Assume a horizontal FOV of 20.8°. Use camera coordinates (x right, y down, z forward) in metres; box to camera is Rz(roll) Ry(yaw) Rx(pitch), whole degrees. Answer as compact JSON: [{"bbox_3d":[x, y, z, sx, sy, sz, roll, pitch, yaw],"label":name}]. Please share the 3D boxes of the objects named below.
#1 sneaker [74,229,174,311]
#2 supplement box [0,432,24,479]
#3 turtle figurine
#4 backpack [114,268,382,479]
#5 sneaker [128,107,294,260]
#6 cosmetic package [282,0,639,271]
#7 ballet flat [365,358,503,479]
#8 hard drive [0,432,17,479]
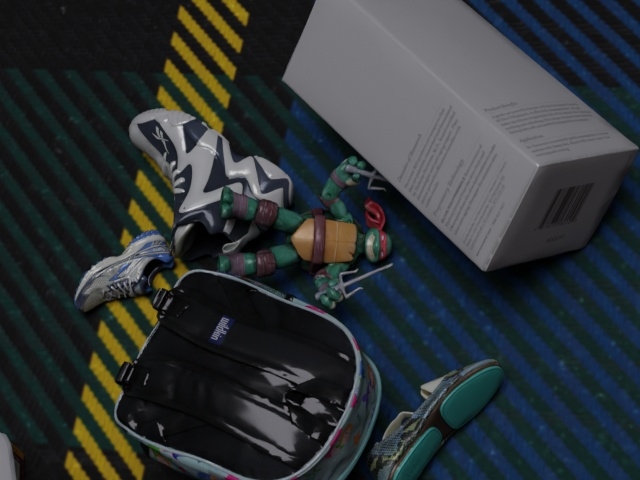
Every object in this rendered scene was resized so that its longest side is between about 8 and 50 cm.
[{"bbox_3d":[-0.232,0.045,2.075,0.135,0.052,0.058,-39,64,-8],"label":"sneaker"},{"bbox_3d":[-0.442,0.272,1.971,0.188,0.104,0.081,-9,61,10],"label":"supplement box"},{"bbox_3d":[0.000,0.000,2.004,0.234,0.118,0.175,1,73,-6],"label":"turtle figurine"},{"bbox_3d":[-0.065,0.172,1.882,0.253,0.191,0.225,16,69,29],"label":"backpack"},{"bbox_3d":[-0.164,-0.055,2.086,0.235,0.094,0.153,31,64,16],"label":"sneaker"},{"bbox_3d":[0.154,-0.146,1.979,0.197,0.155,0.365,-11,45,-43],"label":"cosmetic package"},{"bbox_3d":[0.119,0.191,1.904,0.070,0.070,0.188,37,72,28],"label":"ballet flat"},{"bbox_3d":[-0.422,0.382,1.823,0.353,0.047,0.233,-39,51,35],"label":"hard drive"}]
